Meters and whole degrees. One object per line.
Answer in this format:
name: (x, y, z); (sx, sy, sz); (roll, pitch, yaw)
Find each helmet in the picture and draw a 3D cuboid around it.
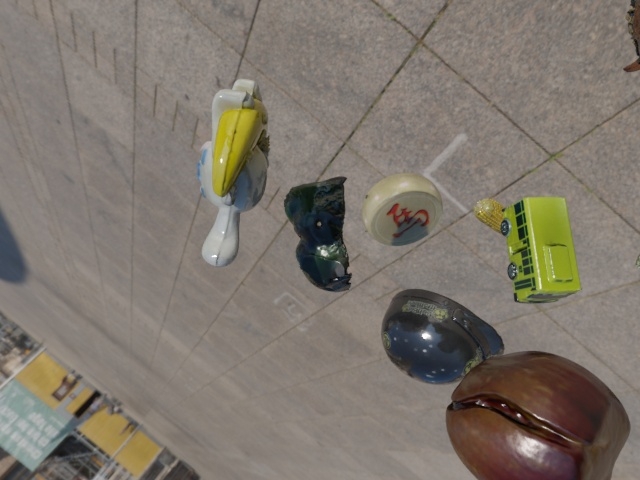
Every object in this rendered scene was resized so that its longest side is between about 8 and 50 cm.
helmet: (0.254, 0.242, 0.989); (0.279, 0.160, 0.230); (17, 142, 39)

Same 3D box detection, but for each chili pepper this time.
chili pepper: (-0.002, 0.006, 0.929); (0.148, 0.116, 0.264); (-2, 113, 21)

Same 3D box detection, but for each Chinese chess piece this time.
Chinese chess piece: (0.269, -0.098, 1.433); (0.273, 0.102, 0.273); (-6, 136, -6)

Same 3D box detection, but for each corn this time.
corn: (0.673, -0.066, 1.576); (0.260, 0.091, 0.091); (31, 152, -14)

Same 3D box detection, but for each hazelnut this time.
hazelnut: (0.298, 0.267, 0.617); (0.218, 0.234, 0.218); (19, 115, 49)

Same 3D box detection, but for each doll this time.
doll: (-0.137, -0.120, 0.687); (0.111, 0.237, 0.252); (9, 130, -9)

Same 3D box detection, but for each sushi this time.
sushi: (0.388, -0.264, 0.504); (0.052, 0.055, 0.120); (-11, 111, 9)

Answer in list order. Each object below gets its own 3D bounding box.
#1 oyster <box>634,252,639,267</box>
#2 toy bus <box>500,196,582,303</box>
oyster: (1.035, 0.040, 1.318); (0.064, 0.125, 0.177); (40, 168, 5)
toy bus: (0.567, 0.026, 1.116); (0.128, 0.262, 0.150); (0, 166, -6)
